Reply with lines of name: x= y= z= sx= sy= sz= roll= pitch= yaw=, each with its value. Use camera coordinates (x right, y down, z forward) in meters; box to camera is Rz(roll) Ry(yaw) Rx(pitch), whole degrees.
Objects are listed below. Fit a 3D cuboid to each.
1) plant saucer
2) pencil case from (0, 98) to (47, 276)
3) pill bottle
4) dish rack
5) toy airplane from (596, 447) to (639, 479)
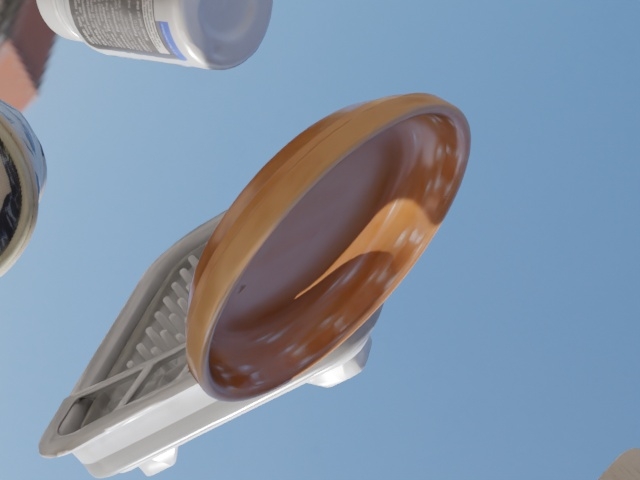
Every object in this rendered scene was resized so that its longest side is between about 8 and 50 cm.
plant saucer: x=0.000 y=0.000 z=0.734 sx=0.037 sy=0.200 sz=0.200 roll=42 pitch=-83 yaw=22
pencil case: x=-0.332 y=-0.045 z=1.249 sx=0.410 sy=0.160 sz=0.183 roll=-153 pitch=-109 yaw=-79
pill bottle: x=-0.101 y=-0.145 z=0.812 sx=0.137 sy=0.078 sz=0.078 roll=14 pitch=-112 yaw=40
dish rack: x=-0.046 y=0.046 z=1.045 sx=0.285 sy=0.072 sz=0.333 roll=-30 pitch=-161 yaw=24
toy airplane: x=0.125 y=0.280 z=0.761 sx=0.384 sy=0.386 sz=0.272 roll=-50 pitch=-131 yaw=25
